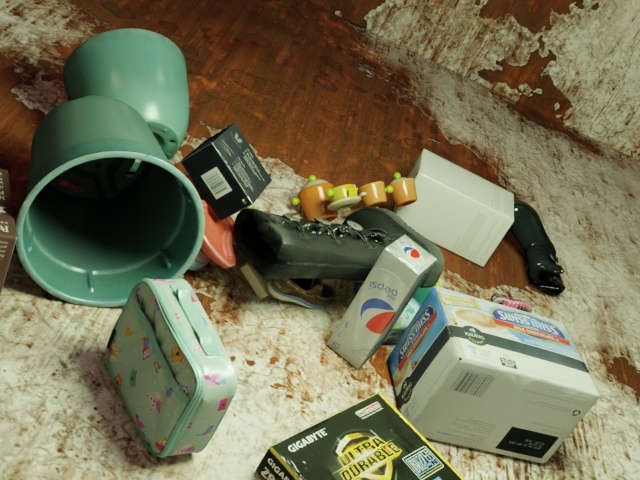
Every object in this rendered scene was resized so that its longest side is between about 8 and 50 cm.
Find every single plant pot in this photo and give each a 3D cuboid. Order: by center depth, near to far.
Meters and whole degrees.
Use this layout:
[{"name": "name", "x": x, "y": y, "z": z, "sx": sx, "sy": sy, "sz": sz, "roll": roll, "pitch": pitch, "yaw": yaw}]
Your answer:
[{"name": "plant pot", "x": -0.430, "y": -0.102, "z": 1.765, "sx": 0.341, "sy": 0.341, "sz": 0.334, "roll": 10, "pitch": 29, "yaw": -28}, {"name": "plant pot", "x": -0.440, "y": -0.305, "z": 2.098, "sx": 0.293, "sy": 0.293, "sz": 0.235, "roll": 5, "pitch": 53, "yaw": -33}]

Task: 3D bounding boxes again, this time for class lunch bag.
[{"name": "lunch bag", "x": -0.259, "y": 0.204, "z": 1.524, "sx": 0.107, "sy": 0.224, "sz": 0.279, "roll": -1, "pitch": 42, "yaw": -40}, {"name": "lunch bag", "x": 0.154, "y": 0.158, "z": 2.046, "sx": 0.128, "sy": 0.096, "sz": 0.151, "roll": 3, "pitch": 48, "yaw": -35}]

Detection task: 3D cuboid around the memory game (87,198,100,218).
[{"name": "memory game", "x": -0.423, "y": -0.064, "z": 1.979, "sx": 0.186, "sy": 0.012, "sz": 0.186, "roll": 15, "pitch": 38, "yaw": -12}]

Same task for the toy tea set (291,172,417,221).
[{"name": "toy tea set", "x": 0.093, "y": -0.131, "z": 2.311, "sx": 0.336, "sy": 0.200, "sz": 0.124, "roll": -6, "pitch": 75, "yaw": -44}]

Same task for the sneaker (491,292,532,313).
[{"name": "sneaker", "x": 0.502, "y": 0.166, "z": 2.367, "sx": 0.119, "sy": 0.047, "sz": 0.057, "roll": 19, "pitch": 20, "yaw": -17}]

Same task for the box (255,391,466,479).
[{"name": "box", "x": 0.083, "y": 0.428, "z": 1.609, "sx": 0.322, "sy": 0.079, "sz": 0.257, "roll": -14, "pitch": 52, "yaw": -49}]

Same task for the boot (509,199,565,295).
[{"name": "boot", "x": 0.608, "y": 0.021, "z": 2.551, "sx": 0.246, "sy": 0.094, "sz": 0.207, "roll": 51, "pitch": 22, "yaw": -22}]

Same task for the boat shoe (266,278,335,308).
[{"name": "boat shoe", "x": -0.029, "y": 0.105, "z": 1.988, "sx": 0.183, "sy": 0.066, "sz": 0.066, "roll": 9, "pitch": 45, "yaw": -42}]

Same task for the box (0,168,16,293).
[{"name": "box", "x": -0.648, "y": -0.016, "z": 1.595, "sx": 0.168, "sy": 0.167, "sz": 0.203, "roll": 7, "pitch": 37, "yaw": -31}]

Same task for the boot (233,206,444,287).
[{"name": "boot", "x": 0.001, "y": 0.000, "z": 2.034, "sx": 0.445, "sy": 0.146, "sz": 0.367, "roll": 2, "pitch": 12, "yaw": -32}]

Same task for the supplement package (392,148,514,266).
[{"name": "supplement package", "x": 0.371, "y": -0.093, "z": 2.510, "sx": 0.292, "sy": 0.178, "sz": 0.175, "roll": 27, "pitch": 31, "yaw": -4}]

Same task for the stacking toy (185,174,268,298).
[{"name": "stacking toy", "x": -0.232, "y": -0.009, "z": 2.007, "sx": 0.279, "sy": 0.130, "sz": 0.309, "roll": 50, "pitch": 26, "yaw": -27}]

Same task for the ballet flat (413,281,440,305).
[{"name": "ballet flat", "x": 0.269, "y": 0.171, "z": 2.154, "sx": 0.077, "sy": 0.077, "sz": 0.231, "roll": 40, "pitch": 29, "yaw": -22}]

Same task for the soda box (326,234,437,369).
[{"name": "soda box", "x": 0.125, "y": 0.131, "z": 1.875, "sx": 0.091, "sy": 0.286, "sz": 0.098, "roll": 38, "pitch": 32, "yaw": 14}]

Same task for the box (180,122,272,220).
[{"name": "box", "x": -0.200, "y": -0.150, "z": 1.942, "sx": 0.156, "sy": 0.093, "sz": 0.158, "roll": 58, "pitch": 24, "yaw": -13}]

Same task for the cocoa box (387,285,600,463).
[{"name": "cocoa box", "x": 0.354, "y": 0.283, "z": 1.884, "sx": 0.347, "sy": 0.231, "sz": 0.228, "roll": 16, "pitch": 33, "yaw": -19}]
